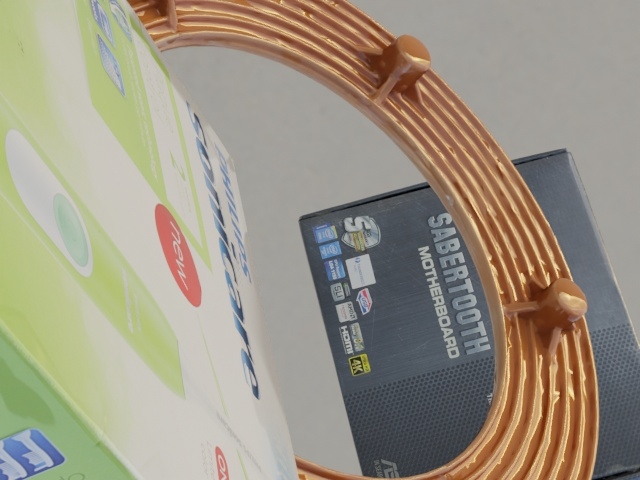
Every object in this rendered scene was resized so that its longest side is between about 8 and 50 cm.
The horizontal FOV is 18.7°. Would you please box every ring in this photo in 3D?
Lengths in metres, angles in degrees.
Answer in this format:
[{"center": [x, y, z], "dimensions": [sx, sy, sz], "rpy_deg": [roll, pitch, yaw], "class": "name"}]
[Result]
[{"center": [0.000, 0.000, 0.828], "dimensions": [0.336, 0.337, 0.032], "rpy_deg": [-18, 162, -49], "class": "ring"}]

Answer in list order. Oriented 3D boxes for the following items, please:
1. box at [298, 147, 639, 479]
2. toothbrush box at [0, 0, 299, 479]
[{"center": [0.099, 0.069, 1.202], "dimensions": [0.183, 0.233, 0.059], "rpy_deg": [-13, 150, -1], "class": "box"}, {"center": [-0.111, -0.007, 0.491], "dimensions": [0.122, 0.206, 0.283], "rpy_deg": [-20, 140, 8], "class": "toothbrush box"}]
